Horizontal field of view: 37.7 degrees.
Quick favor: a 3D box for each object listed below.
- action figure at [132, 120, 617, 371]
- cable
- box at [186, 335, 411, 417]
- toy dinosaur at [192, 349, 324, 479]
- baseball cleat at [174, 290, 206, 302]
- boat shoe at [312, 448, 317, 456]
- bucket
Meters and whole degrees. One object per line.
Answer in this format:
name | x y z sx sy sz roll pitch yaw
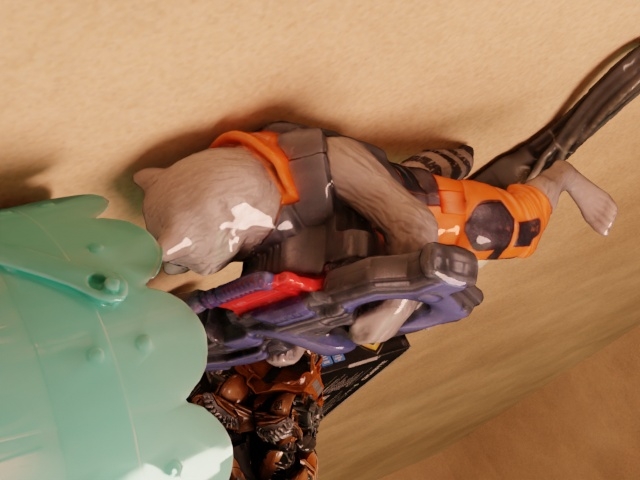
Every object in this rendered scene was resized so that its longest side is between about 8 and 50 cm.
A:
action figure | 0.000 0.000 0.668 0.341 0.178 0.330 -18 163 41
cable | 0.210 -0.061 0.841 0.287 0.072 0.139 -39 163 31
box | -0.079 0.188 1.108 0.257 0.079 0.322 -10 155 -34
toy dinosaur | -0.054 0.210 0.859 0.164 0.321 0.218 -7 -176 24
baseball cleat | -0.176 0.101 0.766 0.206 0.072 0.109 -35 153 12
boat shoe | -0.065 0.292 1.210 0.152 0.056 0.049 -24 169 25
bucket | -0.194 0.115 0.489 0.183 0.281 0.281 -8 154 -39
